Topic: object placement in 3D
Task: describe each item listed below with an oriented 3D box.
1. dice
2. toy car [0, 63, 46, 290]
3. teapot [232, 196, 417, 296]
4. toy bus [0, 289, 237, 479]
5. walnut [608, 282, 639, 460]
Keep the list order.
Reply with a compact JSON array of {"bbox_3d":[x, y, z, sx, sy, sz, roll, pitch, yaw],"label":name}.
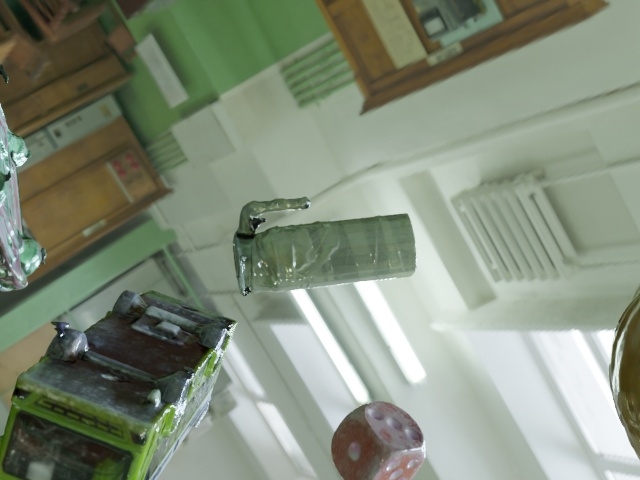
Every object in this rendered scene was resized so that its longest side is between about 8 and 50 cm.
[{"bbox_3d":[0.076,0.274,1.153,0.091,0.093,0.094,7,123,-42],"label":"dice"},{"bbox_3d":[-0.185,-0.035,0.471,0.055,0.142,0.069,-13,143,-10],"label":"toy car"},{"bbox_3d":[0.000,0.000,0.979,0.200,0.107,0.077,-7,177,-9],"label":"teapot"},{"bbox_3d":[-0.147,0.128,0.683,0.301,0.113,0.139,-56,166,-80],"label":"toy bus"},{"bbox_3d":[0.238,0.084,0.441,0.165,0.197,0.165,-46,-175,5],"label":"walnut"}]
